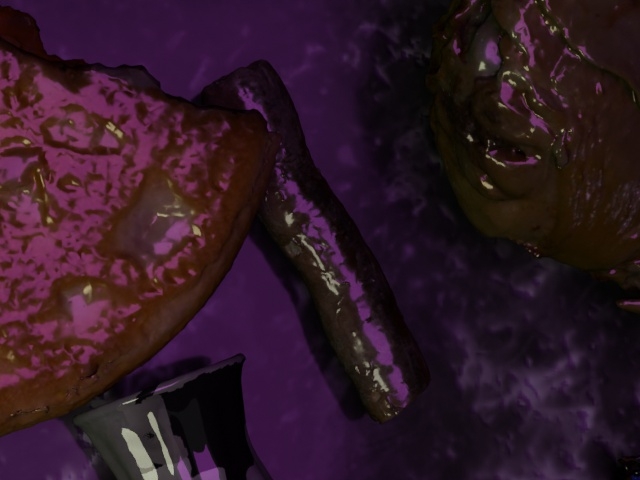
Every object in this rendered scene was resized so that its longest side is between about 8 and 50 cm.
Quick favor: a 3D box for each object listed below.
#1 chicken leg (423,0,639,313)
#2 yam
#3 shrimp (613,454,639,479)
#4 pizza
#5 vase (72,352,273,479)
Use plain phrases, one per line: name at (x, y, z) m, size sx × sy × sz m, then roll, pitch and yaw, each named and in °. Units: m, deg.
chicken leg at (0.224, -0.025, 1.089) m, size 0.201 × 0.153 × 0.429 m, roll -41°, pitch 105°, yaw 10°
yam at (0.000, 0.000, 1.068) m, size 0.061 × 0.061 × 0.253 m, roll -29°, pitch 93°, yaw -15°
shrimp at (0.306, 0.262, 1.132) m, size 0.290 × 0.054 × 0.222 m, roll 19°, pitch 82°, yaw -12°
pizza at (-0.224, -0.011, 0.973) m, size 0.409 × 0.114 × 0.278 m, roll -29°, pitch 97°, yaw -11°
vase at (-0.039, 0.257, 0.994) m, size 0.165 × 0.165 × 0.360 m, roll -21°, pitch 87°, yaw -16°
